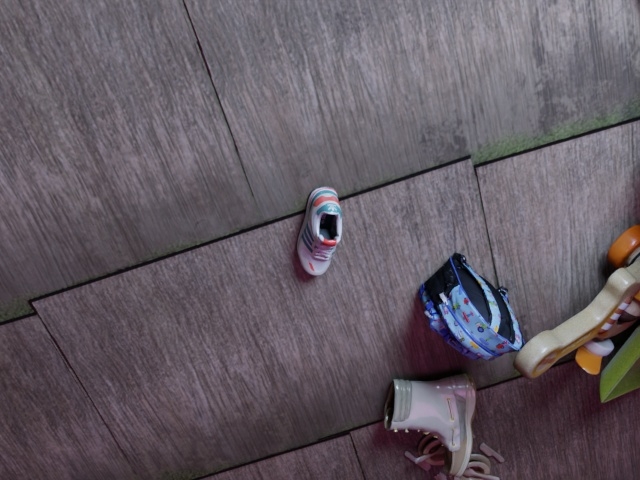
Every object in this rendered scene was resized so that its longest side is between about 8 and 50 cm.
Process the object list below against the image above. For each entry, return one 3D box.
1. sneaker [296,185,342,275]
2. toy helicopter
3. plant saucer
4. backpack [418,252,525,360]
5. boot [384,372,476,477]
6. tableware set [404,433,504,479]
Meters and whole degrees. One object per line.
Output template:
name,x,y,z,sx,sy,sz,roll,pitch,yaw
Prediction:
sneaker,0.000,0.000,1.406,0.057,0.075,0.161,3,123,-13
toy helicopter,0.453,0.141,1.505,0.355,0.140,0.235,-25,147,-27
plant saucer,0.598,0.202,1.645,0.188,0.045,0.188,-10,138,-38
backpack,0.254,0.131,1.489,0.158,0.173,0.117,36,111,-30
boot,0.200,0.348,1.677,0.165,0.077,0.213,-2,111,-10
tableware set,0.270,0.443,1.787,0.128,0.039,0.194,-40,122,16
